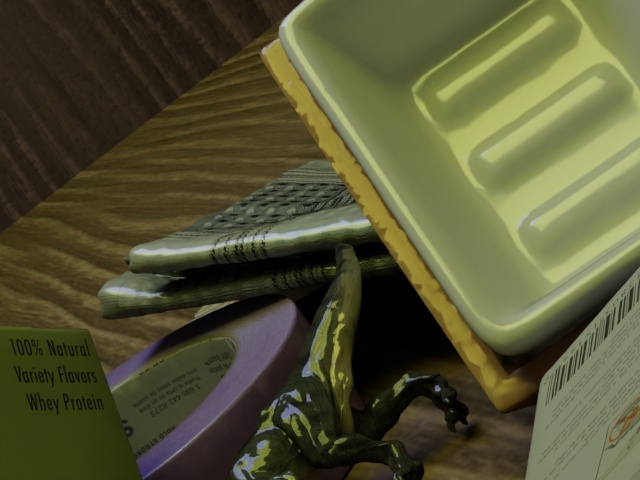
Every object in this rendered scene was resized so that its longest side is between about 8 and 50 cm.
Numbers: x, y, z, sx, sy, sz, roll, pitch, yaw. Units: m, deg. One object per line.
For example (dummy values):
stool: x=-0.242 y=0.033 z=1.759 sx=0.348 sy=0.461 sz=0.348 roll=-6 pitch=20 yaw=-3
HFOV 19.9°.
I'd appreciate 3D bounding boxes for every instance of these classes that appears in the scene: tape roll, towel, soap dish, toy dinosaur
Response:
tape roll: x=-0.105 y=0.152 z=1.189 sx=0.274 sy=0.090 sz=0.275 roll=-34 pitch=13 yaw=9
towel: x=0.035 y=-0.032 z=1.307 sx=0.324 sy=0.056 sz=0.312 roll=-11 pitch=12 yaw=31
soap dish: x=0.129 y=-0.066 z=1.041 sx=0.229 sy=0.118 sz=0.291 roll=-35 pitch=58 yaw=4
toy dinosaur: x=0.014 y=0.106 z=1.043 sx=0.118 sy=0.064 sz=0.268 roll=9 pitch=54 yaw=23

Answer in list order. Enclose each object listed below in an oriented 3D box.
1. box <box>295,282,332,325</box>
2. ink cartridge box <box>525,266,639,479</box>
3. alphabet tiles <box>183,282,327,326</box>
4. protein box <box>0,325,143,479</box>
box: x=-0.014 y=0.052 z=1.457 sx=0.083 sy=0.018 sz=0.067 roll=-35 pitch=13 yaw=1
ink cartridge box: x=0.186 y=0.030 z=0.739 sx=0.296 sy=0.066 sz=0.261 roll=-53 pitch=4 yaw=26
alphabet tiles: x=0.000 y=0.000 z=1.536 sx=0.278 sy=0.021 sz=0.284 roll=-29 pitch=9 yaw=29
protein box: x=-0.200 y=0.163 z=0.965 sx=0.136 sy=0.201 sz=0.200 roll=-32 pitch=-20 yaw=28
